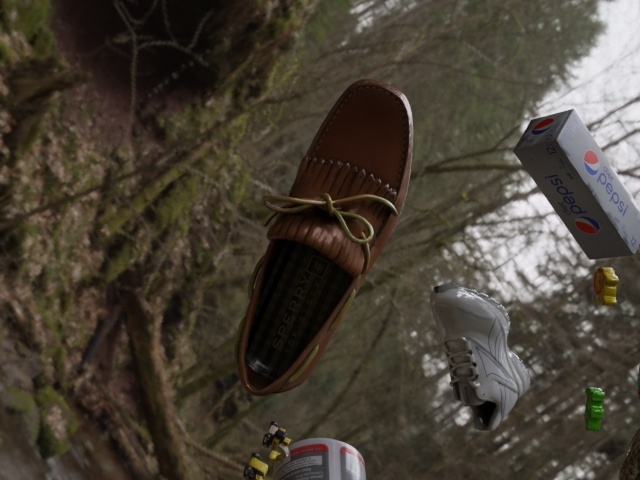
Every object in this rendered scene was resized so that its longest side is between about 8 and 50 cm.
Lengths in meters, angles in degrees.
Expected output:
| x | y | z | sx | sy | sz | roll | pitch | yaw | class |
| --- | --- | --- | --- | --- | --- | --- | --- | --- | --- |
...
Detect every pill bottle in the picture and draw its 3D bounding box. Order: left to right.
| x | y | z | sx | sy | sz | roll | pitch | yaw | class |
| --- | --- | --- | --- | --- | --- | --- | --- | --- | --- |
| 0.001 | 0.479 | 1.314 | 0.283 | 0.161 | 0.161 | -92 | 160 | -50 | pill bottle |

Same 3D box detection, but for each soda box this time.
| x | y | z | sx | sy | sz | roll | pitch | yaw | class |
| --- | --- | --- | --- | --- | --- | --- | --- | --- | --- |
| 0.471 | -0.096 | 1.466 | 0.286 | 0.091 | 0.098 | 48 | -32 | -22 | soda box |

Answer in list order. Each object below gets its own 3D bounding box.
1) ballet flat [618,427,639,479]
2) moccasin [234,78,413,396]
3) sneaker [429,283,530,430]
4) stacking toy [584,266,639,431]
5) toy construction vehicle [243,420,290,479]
| x | y | z | sx | sy | sz | roll | pitch | yaw | class |
| --- | --- | --- | --- | --- | --- | --- | --- | --- | --- |
| 0.494 | 0.185 | 0.771 | 0.182 | 0.483 | 0.164 | -22 | 77 | -50 | ballet flat |
| -0.003 | -0.002 | 0.925 | 0.139 | 0.380 | 0.147 | 30 | 7 | 5 | moccasin |
| 0.257 | 0.194 | 1.335 | 0.111 | 0.129 | 0.297 | -5 | -51 | 43 | sneaker |
| 0.449 | 0.155 | 1.108 | 0.052 | 0.167 | 0.221 | 154 | -58 | -87 | stacking toy |
| -0.067 | 0.282 | 1.034 | 0.035 | 0.086 | 0.098 | 23 | -40 | 9 | toy construction vehicle |
